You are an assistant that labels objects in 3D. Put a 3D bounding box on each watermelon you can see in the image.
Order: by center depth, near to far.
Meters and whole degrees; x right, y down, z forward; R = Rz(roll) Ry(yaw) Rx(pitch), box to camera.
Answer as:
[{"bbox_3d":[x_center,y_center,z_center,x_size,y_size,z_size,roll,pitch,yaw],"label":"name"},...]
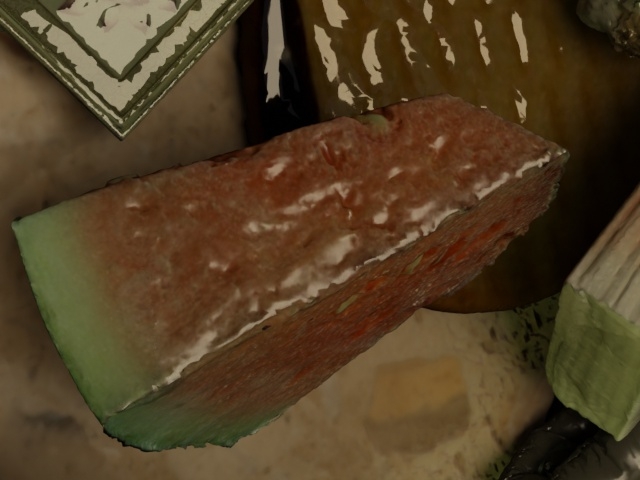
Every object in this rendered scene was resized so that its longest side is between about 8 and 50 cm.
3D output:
[{"bbox_3d":[0.000,0.000,0.739,0.257,0.193,0.139,-27,81,5],"label":"watermelon"}]

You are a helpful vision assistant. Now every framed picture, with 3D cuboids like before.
[{"bbox_3d":[-0.087,-0.190,0.747,0.173,0.010,0.231,43,77,-13],"label":"framed picture"}]

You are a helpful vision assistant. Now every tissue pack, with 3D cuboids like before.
[{"bbox_3d":[0.251,-0.044,0.869,0.325,0.071,0.170,-50,159,-20],"label":"tissue pack"}]

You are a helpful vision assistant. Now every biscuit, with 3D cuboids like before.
[{"bbox_3d":[0.097,-0.113,0.864,0.318,0.040,0.317,-4,100,-26],"label":"biscuit"}]

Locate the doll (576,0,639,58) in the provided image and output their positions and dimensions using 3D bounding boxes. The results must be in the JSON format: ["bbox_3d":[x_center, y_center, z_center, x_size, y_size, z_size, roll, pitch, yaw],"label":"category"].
[{"bbox_3d":[0.203,-0.181,0.779,0.115,0.221,0.105,-2,66,-3],"label":"doll"}]

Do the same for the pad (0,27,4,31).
[{"bbox_3d":[-0.223,-0.171,0.708,0.265,0.009,0.159,-15,103,-25],"label":"pad"}]

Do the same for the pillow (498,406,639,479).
[{"bbox_3d":[0.289,0.139,0.970,0.326,0.101,0.228,-42,110,-18],"label":"pillow"}]
